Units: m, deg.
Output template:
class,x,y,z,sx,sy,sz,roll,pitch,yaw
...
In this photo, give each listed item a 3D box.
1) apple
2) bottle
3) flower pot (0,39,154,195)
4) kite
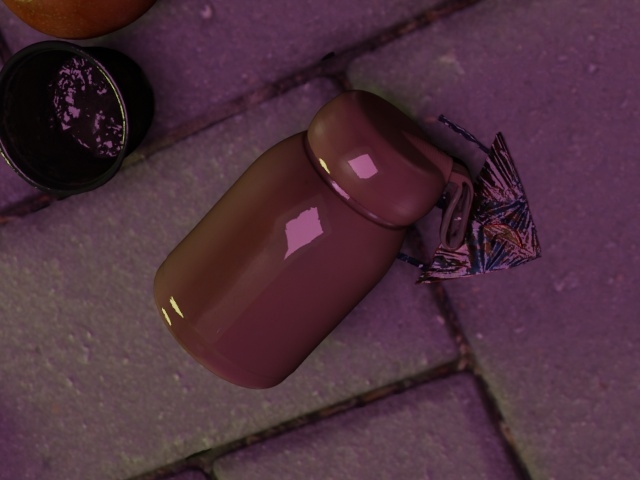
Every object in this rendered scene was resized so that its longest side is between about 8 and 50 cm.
class,x,y,z,sx,sy,sz,roll,pitch,yaw
apple,-0.243,-0.294,1.415,0.201,0.162,0.201,4,104,16
bottle,0.000,0.000,1.423,0.206,0.173,0.297,36,112,-17
flower pot,-0.242,-0.134,1.492,0.157,0.107,0.157,7,109,20
kite,0.147,-0.022,1.445,0.160,0.010,0.183,30,113,9
